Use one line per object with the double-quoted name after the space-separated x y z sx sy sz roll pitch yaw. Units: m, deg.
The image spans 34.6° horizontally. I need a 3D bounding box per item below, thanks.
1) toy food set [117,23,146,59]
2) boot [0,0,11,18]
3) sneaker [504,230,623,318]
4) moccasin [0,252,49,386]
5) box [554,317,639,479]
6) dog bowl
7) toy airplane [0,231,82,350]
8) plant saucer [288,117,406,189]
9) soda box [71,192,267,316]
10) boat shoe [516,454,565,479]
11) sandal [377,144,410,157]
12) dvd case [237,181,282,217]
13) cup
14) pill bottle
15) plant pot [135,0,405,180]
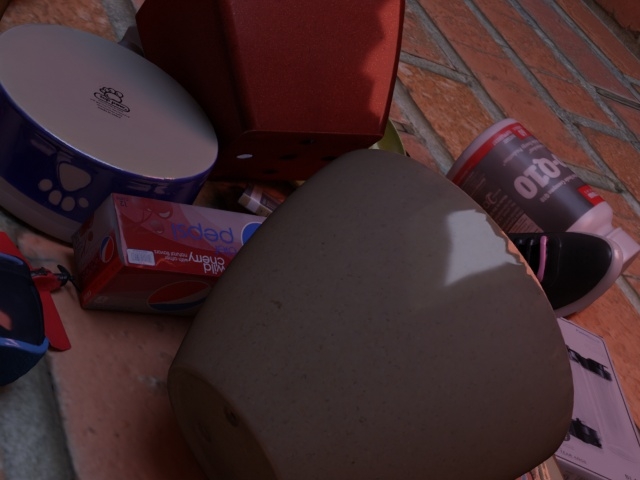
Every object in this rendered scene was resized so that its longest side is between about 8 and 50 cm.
-0.192 -0.282 1.414 0.111 0.104 0.232 38 29 4 "toy food set"
-0.486 -0.365 1.276 0.264 0.096 0.280 36 35 -16 "boot"
0.198 0.025 1.216 0.147 0.295 0.105 27 67 -40 "sneaker"
-0.371 0.026 0.767 0.342 0.137 0.117 26 42 -43 "moccasin"
0.284 0.205 1.231 0.169 0.087 0.290 26 31 -18 "box"
-0.247 -0.114 1.109 0.264 0.104 0.265 27 29 -17 "dog bowl"
-0.284 0.037 0.930 0.151 0.028 0.151 27 31 -18 "toy airplane"
0.012 -0.135 1.431 0.241 0.037 0.241 19 51 -25 "plant saucer"
-0.114 0.025 1.052 0.263 0.092 0.083 9 54 -39 "soda box"
0.157 0.187 1.096 0.123 0.123 0.342 21 39 -28 "boat shoe"
0.112 -0.104 1.524 0.219 0.060 0.090 43 30 11 "sandal"
0.000 0.000 1.233 0.221 0.018 0.164 32 6 -6 "dvd case"
0.012 0.119 0.884 0.237 0.331 0.331 -31 68 -29 "cup"
0.336 -0.038 1.562 0.283 0.161 0.161 46 30 17 "pill bottle"
-0.052 -0.209 1.251 0.267 0.267 0.236 -1 75 -27 "plant pot"
